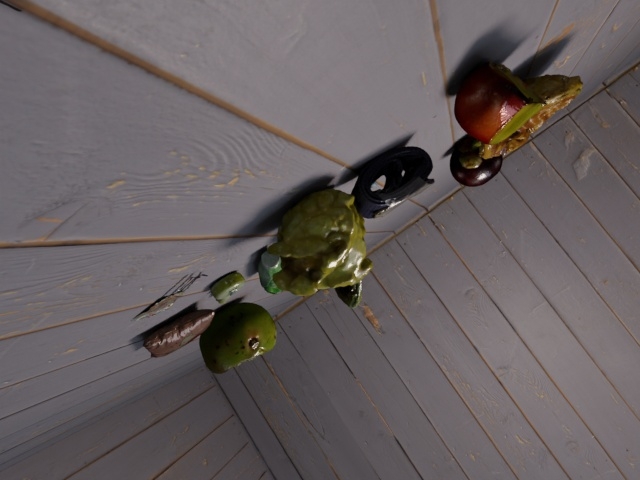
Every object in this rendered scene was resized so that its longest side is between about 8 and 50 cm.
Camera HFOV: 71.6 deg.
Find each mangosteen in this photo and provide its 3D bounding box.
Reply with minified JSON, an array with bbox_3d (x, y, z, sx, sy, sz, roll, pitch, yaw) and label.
[{"bbox_3d":[0.572,-0.306,1.640,0.194,0.194,0.230,-35,146,5],"label":"mangosteen"}]

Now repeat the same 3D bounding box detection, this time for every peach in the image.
[{"bbox_3d":[0.378,-0.301,0.990,0.267,0.159,0.154,-25,157,-52],"label":"peach"}]

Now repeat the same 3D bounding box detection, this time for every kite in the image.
[{"bbox_3d":[-0.373,0.142,1.127,0.229,0.016,0.127,-35,174,23],"label":"kite"}]

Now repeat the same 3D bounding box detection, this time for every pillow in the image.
[{"bbox_3d":[-0.449,0.296,1.422,0.236,0.084,0.223,-28,171,-20],"label":"pillow"}]

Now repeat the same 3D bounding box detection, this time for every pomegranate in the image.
[{"bbox_3d":[-0.354,0.361,1.778,0.310,0.216,0.359,-29,-161,-31],"label":"pomegranate"}]

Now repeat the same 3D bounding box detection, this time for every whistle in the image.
[{"bbox_3d":[-0.287,0.157,1.352,0.104,0.057,0.198,-28,168,-30],"label":"whistle"}]

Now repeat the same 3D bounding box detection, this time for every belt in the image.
[{"bbox_3d":[0.184,-0.147,1.168,0.231,0.139,0.126,-33,170,-21],"label":"belt"}]

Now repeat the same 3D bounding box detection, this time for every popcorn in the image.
[{"bbox_3d":[0.002,-0.002,1.082,0.235,0.249,0.242,5,-168,30],"label":"popcorn"}]

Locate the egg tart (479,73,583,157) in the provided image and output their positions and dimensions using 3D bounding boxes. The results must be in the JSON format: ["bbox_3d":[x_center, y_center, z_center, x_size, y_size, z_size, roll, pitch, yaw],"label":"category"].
[{"bbox_3d":[0.609,-0.395,1.337,0.352,0.153,0.339,-31,170,-19],"label":"egg tart"}]

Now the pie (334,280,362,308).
[{"bbox_3d":[0.092,0.109,1.686,0.071,0.322,0.323,-7,164,-11],"label":"pie"}]

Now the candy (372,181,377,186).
[{"bbox_3d":[0.152,-0.169,1.317,0.030,0.020,0.083,-38,169,14],"label":"candy"}]

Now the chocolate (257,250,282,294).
[{"bbox_3d":[-0.150,0.093,1.393,0.110,0.110,0.291,-32,168,-12],"label":"chocolate"}]
